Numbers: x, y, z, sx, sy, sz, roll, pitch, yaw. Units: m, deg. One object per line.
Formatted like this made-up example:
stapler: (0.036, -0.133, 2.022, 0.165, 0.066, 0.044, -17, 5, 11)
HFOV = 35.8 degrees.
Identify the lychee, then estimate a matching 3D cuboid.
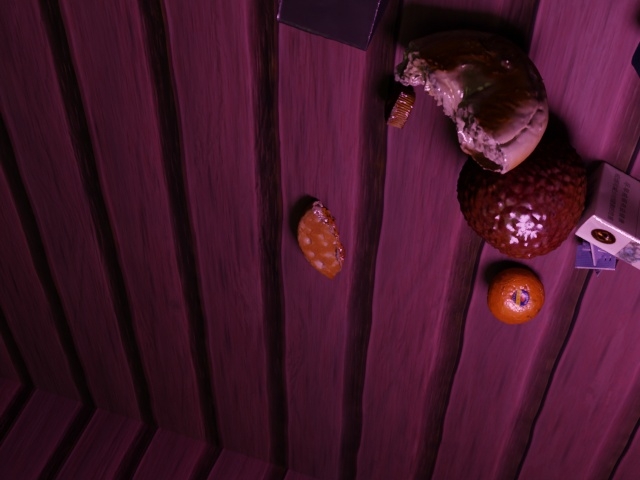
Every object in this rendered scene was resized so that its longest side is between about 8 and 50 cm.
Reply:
lychee: (0.395, -0.094, 1.949, 0.261, 0.260, 0.260, 15, 142, 12)

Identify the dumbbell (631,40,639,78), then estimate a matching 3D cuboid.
dumbbell: (0.627, -0.371, 1.593, 0.144, 0.159, 0.324, -6, 144, -13)

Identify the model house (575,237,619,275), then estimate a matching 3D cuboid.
model house: (0.597, 0.012, 2.110, 0.117, 0.088, 0.167, 5, 139, 24)

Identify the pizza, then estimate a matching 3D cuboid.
pizza: (0.002, -0.002, 2.435, 0.127, 0.058, 0.246, -1, 135, 30)

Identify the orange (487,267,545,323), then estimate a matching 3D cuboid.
orange: (0.451, 0.129, 2.302, 0.136, 0.135, 0.117, 25, 176, -1)

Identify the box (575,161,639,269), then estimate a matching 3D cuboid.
box: (0.643, -0.027, 1.977, 0.257, 0.164, 0.069, 28, 140, -5)

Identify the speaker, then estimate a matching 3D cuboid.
speaker: (0.053, -0.499, 1.654, 0.184, 0.254, 0.232, 21, 143, 3)

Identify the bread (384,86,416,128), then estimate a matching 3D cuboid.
bread: (0.157, -0.271, 2.011, 0.053, 0.085, 0.085, 20, 143, -4)

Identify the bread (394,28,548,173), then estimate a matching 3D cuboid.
bread: (0.302, -0.278, 1.839, 0.314, 0.192, 0.171, 45, 170, 23)
